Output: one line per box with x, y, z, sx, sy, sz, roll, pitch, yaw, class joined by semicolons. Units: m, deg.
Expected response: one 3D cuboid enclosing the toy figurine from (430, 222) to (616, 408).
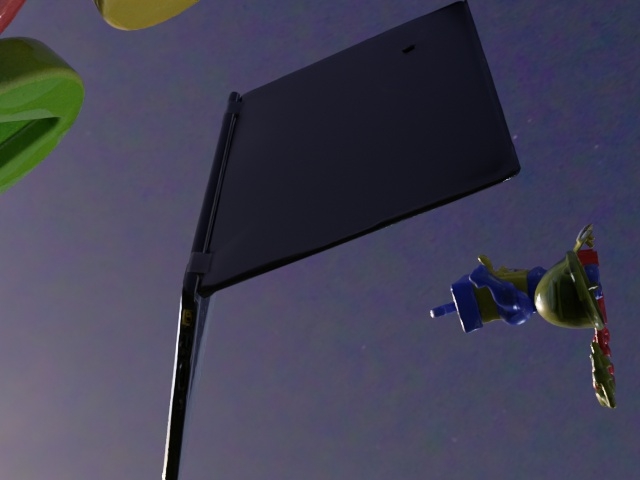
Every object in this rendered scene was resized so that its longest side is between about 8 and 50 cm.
0.241;0.099;1.180;0.217;0.362;0.191;-9;-86;17;toy figurine

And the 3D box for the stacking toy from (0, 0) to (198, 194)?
-0.183;-0.123;0.409;0.279;0.309;0.130;-42;-94;23;stacking toy

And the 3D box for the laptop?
0.000;0.000;0.934;0.236;0.382;0.408;9;-57;-4;laptop
